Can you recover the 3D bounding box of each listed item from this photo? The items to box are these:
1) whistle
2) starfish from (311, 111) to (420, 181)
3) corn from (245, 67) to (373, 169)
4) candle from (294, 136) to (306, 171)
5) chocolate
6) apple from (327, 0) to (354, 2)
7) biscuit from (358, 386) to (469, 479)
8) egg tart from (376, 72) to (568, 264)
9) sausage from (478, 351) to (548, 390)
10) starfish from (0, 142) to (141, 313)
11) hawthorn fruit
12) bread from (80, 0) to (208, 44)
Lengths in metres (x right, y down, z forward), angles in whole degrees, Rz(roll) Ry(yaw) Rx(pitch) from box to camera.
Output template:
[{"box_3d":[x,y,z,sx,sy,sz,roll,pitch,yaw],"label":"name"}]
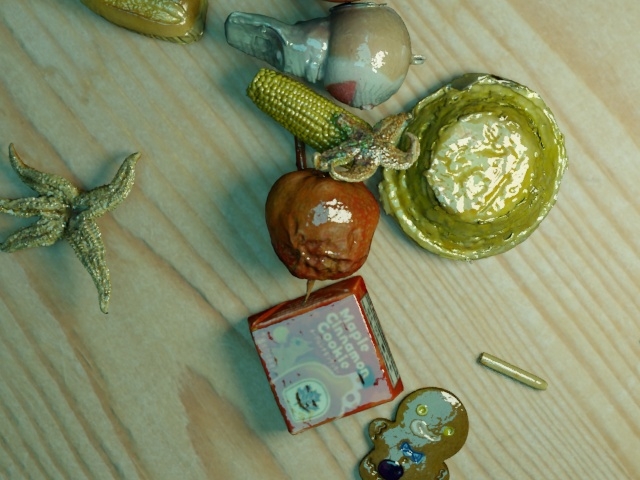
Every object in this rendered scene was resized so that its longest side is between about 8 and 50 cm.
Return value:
[{"box_3d":[0.008,-0.313,1.293,0.348,0.189,0.189,6,95,-5],"label":"whistle"},{"box_3d":[0.082,-0.158,1.279,0.150,0.053,0.209,43,62,6],"label":"starfish"},{"box_3d":[-0.009,-0.211,1.342,0.260,0.091,0.091,31,56,-2],"label":"corn"},{"box_3d":[-0.042,-0.204,1.397,0.021,0.026,0.167,-7,92,-18],"label":"candle"},{"box_3d":[0.007,0.213,1.388,0.235,0.108,0.237,-20,91,5],"label":"chocolate"},{"box_3d":[0.039,-0.521,1.287,0.251,0.163,0.293,23,81,1],"label":"apple"},{"box_3d":[0.177,0.379,1.423,0.180,0.039,0.236,35,95,2],"label":"biscuit"},{"box_3d":[0.269,-0.126,1.324,0.341,0.132,0.341,0,93,4],"label":"egg tart"},{"box_3d":[0.354,0.241,1.400,0.132,0.024,0.024,25,96,2],"label":"sausage"},{"box_3d":[-0.495,-0.038,1.422,0.293,0.084,0.301,10,92,8],"label":"starfish"},{"box_3d":[0.000,0.000,1.326,0.207,0.207,0.243,11,100,4],"label":"hawthorn fruit"},{"box_3d":[-0.318,-0.440,1.360,0.236,0.106,0.140,20,94,2],"label":"bread"}]
